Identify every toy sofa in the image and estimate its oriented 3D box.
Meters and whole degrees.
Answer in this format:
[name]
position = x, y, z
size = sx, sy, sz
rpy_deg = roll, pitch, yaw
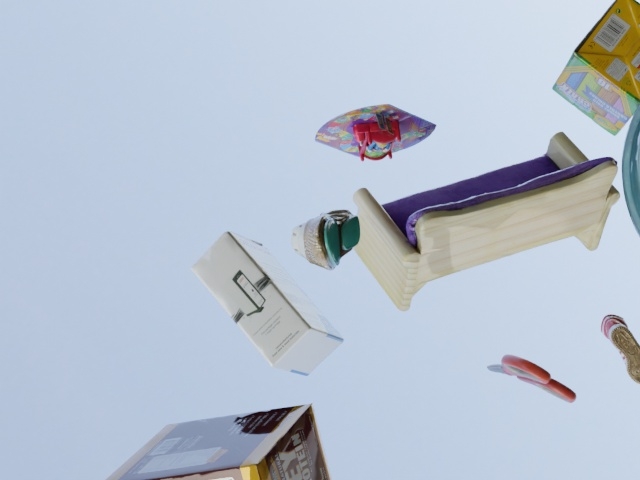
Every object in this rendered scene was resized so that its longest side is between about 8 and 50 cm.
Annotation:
[toy sofa]
position = 0.236, -0.051, 1.891
size = 0.363, 0.177, 0.150
rpy_deg = -17, -132, -22

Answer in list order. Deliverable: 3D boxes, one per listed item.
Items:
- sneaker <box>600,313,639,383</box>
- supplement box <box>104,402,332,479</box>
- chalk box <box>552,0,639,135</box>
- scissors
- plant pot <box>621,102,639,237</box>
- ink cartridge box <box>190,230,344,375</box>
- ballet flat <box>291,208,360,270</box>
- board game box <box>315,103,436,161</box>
[sneaker]
position = 0.470, 0.163, 2.046
size = 0.118, 0.042, 0.067
rpy_deg = 57, -174, -24
[supplement box]
position = -0.110, 0.288, 1.509
size = 0.191, 0.194, 0.129
rpy_deg = -38, -65, -68
[chalk box]
position = 0.454, -0.259, 2.046
size = 0.132, 0.213, 0.132
rpy_deg = 38, -100, 7
[scissors]
position = 0.274, 0.183, 1.938
size = 0.109, 0.297, 0.021
rpy_deg = 32, -95, -18
[plant pot]
position = 0.506, -0.092, 1.452
size = 0.341, 0.341, 0.334
rpy_deg = 63, -170, 7
[ink cartridge box]
position = -0.078, 0.094, 1.967
size = 0.203, 0.086, 0.148
rpy_deg = 48, -172, 23
[ballet flat]
position = 0.000, 0.000, 1.682
size = 0.206, 0.067, 0.073
rpy_deg = -15, -79, -77
[board game box]
position = 0.076, -0.134, 1.817
size = 0.169, 0.133, 0.033
rpy_deg = 17, -121, -49
